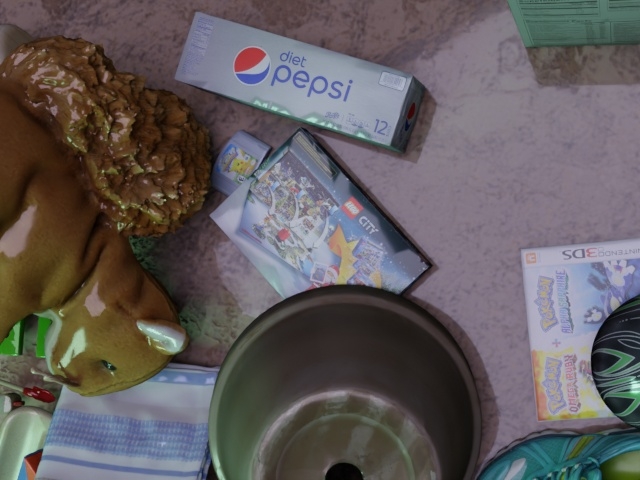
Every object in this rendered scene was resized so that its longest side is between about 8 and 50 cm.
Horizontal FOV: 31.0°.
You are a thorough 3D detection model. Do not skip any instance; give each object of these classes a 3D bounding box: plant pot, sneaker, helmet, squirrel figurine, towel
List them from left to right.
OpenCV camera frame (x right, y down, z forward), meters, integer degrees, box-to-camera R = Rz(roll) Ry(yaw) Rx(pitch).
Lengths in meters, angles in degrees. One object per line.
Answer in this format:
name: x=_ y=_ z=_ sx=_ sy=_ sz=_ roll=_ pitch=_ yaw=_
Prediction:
squirrel figurine: x=-0.279 y=-0.019 z=1.355 sx=0.370 sy=0.281 sz=0.397 roll=41 pitch=84 yaw=-11
towel: x=-0.234 y=0.264 z=1.382 sx=0.209 sy=0.034 sz=0.285 roll=6 pitch=52 yaw=6
plant pot: x=0.024 y=0.223 z=1.248 sx=0.323 sy=0.280 sz=0.323 roll=0 pitch=95 yaw=2
sneaker: x=0.293 y=0.262 z=1.295 sx=0.275 sy=0.110 sz=0.107 roll=-20 pitch=82 yaw=23
helmet: x=0.370 y=0.125 z=1.213 sx=0.169 sy=0.161 sz=0.169 roll=-1 pitch=87 yaw=12

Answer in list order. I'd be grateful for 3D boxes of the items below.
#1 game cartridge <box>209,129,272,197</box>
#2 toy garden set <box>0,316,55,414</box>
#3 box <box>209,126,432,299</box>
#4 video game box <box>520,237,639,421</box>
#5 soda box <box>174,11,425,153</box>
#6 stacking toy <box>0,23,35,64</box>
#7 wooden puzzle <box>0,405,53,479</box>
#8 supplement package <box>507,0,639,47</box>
game cartridge: x=-0.104 y=-0.095 z=1.466 sx=0.056 sy=0.017 sz=0.083 roll=31 pitch=95 yaw=17
toy garden set: x=-0.437 y=0.142 z=1.526 sx=0.244 sy=0.049 sz=0.204 roll=3 pitch=87 yaw=14
box: x=0.000 y=0.000 z=1.413 sx=0.159 sy=0.044 sz=0.233 roll=-43 pitch=82 yaw=8
video game box: x=0.333 y=0.101 z=1.330 sx=0.187 sy=0.048 sz=0.205 roll=-6 pitch=86 yaw=16
soda box: x=-0.024 y=-0.192 z=1.407 sx=0.286 sy=0.098 sz=0.091 roll=19 pitch=93 yaw=15
stacking toy: x=-0.514 y=-0.161 z=1.518 sx=0.330 sy=0.141 sz=0.141 roll=-20 pitch=83 yaw=16
wooden puzzle: x=-0.291 y=0.417 z=1.426 sx=0.347 sy=0.080 sz=0.322 roll=23 pitch=104 yaw=15
supplement package: x=0.309 y=-0.332 z=1.243 sx=0.198 sy=0.262 sz=0.199 roll=1 pitch=88 yaw=15
